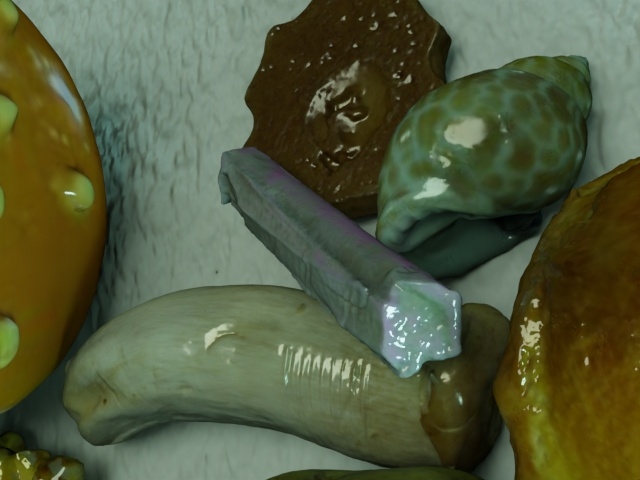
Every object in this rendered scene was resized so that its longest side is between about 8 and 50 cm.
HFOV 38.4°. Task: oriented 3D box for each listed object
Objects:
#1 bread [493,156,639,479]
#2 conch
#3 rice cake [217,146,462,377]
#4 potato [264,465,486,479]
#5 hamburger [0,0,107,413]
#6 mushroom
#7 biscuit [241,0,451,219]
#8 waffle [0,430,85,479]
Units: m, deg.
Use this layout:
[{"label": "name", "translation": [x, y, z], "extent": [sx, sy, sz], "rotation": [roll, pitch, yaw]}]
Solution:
[{"label": "bread", "translation": [0.162, 0.047, 0.450], "extent": [0.129, 0.134, 0.260], "rotation": [-12, 54, 60]}, {"label": "conch", "translation": [0.099, -0.051, 0.581], "extent": [0.173, 0.116, 0.106], "rotation": [-50, 35, 21]}, {"label": "rice cake", "translation": [-0.001, 0.000, 0.578], "extent": [0.049, 0.055, 0.270], "rotation": [-24, 31, -18]}, {"label": "potato", "translation": [0.026, 0.191, 0.502], "extent": [0.200, 0.154, 0.137], "rotation": [-13, 62, 33]}, {"label": "hamburger", "translation": [-0.337, -0.029, 0.696], "extent": [0.277, 0.395, 0.396], "rotation": [-12, 65, 26]}, {"label": "mushroom", "translation": [-0.038, 0.090, 0.623], "extent": [0.351, 0.095, 0.123], "rotation": [-4, 86, 32]}, {"label": "biscuit", "translation": [0.019, -0.116, 0.701], "extent": [0.182, 0.034, 0.215], "rotation": [-14, 66, 29]}, {"label": "waffle", "translation": [-0.285, 0.300, 0.708], "extent": [0.329, 0.062, 0.329], "rotation": [-11, 67, 27]}]
